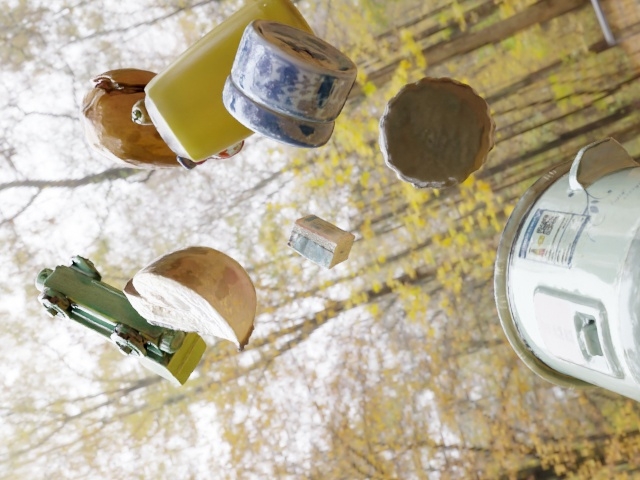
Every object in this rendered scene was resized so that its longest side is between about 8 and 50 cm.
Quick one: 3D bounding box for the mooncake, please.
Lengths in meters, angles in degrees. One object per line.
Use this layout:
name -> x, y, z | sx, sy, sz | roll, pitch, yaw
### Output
mooncake -> 0.234, -0.216, 1.757 | 0.228, 0.228, 0.124 | 66, -161, -7

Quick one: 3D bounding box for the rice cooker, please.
rice cooker -> 0.337, 0.042, 0.929 | 0.317, 0.264, 0.317 | 52, 159, 29

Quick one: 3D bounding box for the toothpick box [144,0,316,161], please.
toothpick box -> -0.132, -0.242, 1.356 | 0.175, 0.271, 0.175 | 56, 180, 0

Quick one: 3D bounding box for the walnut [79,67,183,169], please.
walnut -> -0.341, -0.242, 1.838 | 0.336, 0.209, 0.209 | 12, -125, -38

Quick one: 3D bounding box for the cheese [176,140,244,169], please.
cheese -> -0.209, -0.183, 1.714 | 0.095, 0.145, 0.038 | 49, -162, -44

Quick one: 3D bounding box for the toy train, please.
toy train -> -0.443, 0.166, 1.922 | 0.150, 0.368, 0.237 | -59, -19, -21

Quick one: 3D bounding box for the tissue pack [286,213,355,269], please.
tissue pack -> 0.000, 0.000, 1.516 | 0.074, 0.094, 0.059 | -23, -45, -56

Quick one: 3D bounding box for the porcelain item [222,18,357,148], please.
porcelain item -> -0.040, -0.187, 1.075 | 0.147, 0.114, 0.147 | 20, -155, -10

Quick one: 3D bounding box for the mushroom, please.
mushroom -> -0.223, 0.058, 1.546 | 0.162, 0.236, 0.173 | -61, -32, -35

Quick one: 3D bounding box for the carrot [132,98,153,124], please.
carrot -> -0.227, -0.239, 1.574 | 0.254, 0.049, 0.049 | -15, -96, -42
